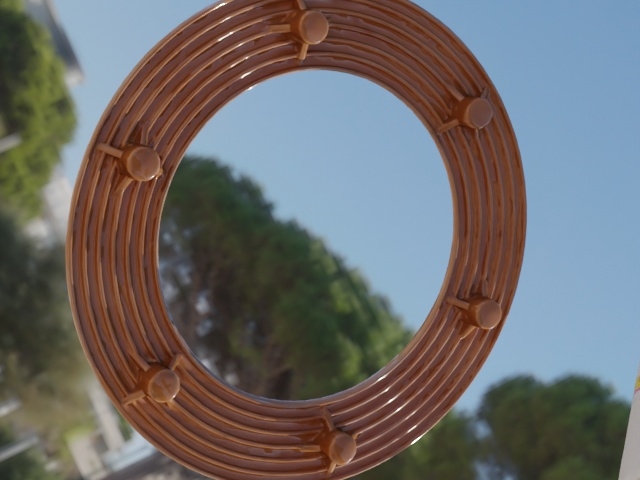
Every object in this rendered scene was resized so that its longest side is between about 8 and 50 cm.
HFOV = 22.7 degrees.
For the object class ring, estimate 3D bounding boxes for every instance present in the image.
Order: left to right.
[{"bbox_3d":[0.000,0.000,1.028,0.032,0.337,0.336,20,-46,60],"label":"ring"}]

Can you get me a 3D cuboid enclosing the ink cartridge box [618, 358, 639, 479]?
[{"bbox_3d":[0.366,0.128,1.296,0.171,0.232,0.168,30,-49,-6],"label":"ink cartridge box"}]
